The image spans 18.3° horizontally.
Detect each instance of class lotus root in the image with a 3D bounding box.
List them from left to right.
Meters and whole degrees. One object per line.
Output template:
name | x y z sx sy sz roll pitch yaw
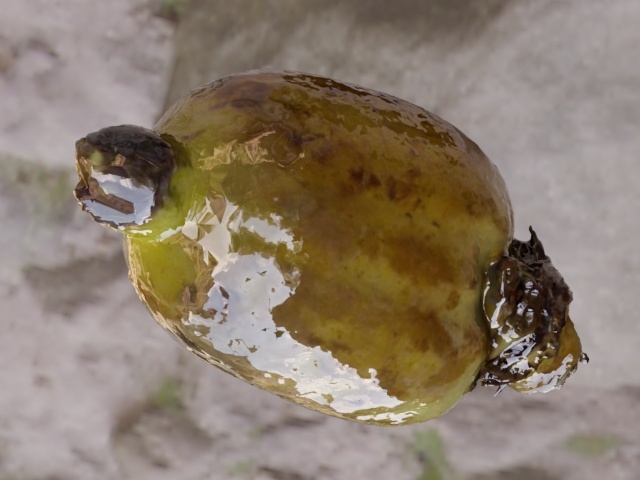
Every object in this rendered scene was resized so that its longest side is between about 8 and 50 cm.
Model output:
lotus root | 0.000 0.000 1.025 0.314 0.169 0.141 23 168 -34
